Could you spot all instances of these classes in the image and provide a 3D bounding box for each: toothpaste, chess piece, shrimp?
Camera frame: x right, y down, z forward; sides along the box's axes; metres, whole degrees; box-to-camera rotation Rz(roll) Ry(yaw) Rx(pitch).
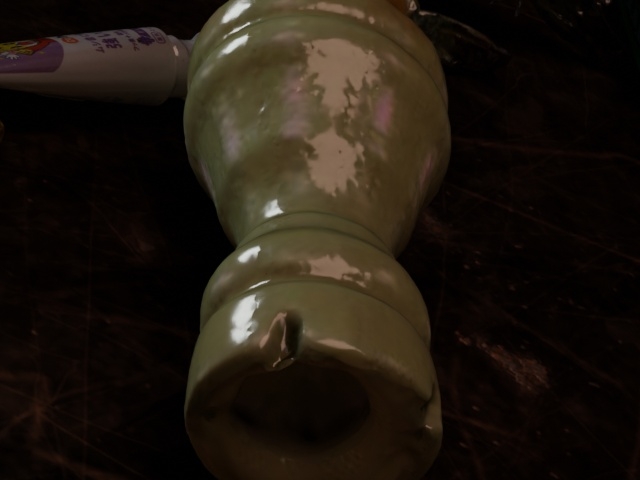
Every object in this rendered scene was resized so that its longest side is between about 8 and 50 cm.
[{"bbox_3d":[-0.229,-0.155,1.623,0.299,0.073,0.114,-4,16,-35],"label":"toothpaste"},{"bbox_3d":[0.000,0.000,1.428,0.234,0.234,0.442,16,37,-13],"label":"chess piece"},{"bbox_3d":[0.175,-0.291,2.004,0.445,0.085,0.272,31,62,-29],"label":"shrimp"}]

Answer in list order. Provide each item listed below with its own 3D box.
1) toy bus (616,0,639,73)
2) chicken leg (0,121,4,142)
[{"bbox_3d":[0.458,-0.293,2.153,0.184,0.199,0.343,15,33,-10],"label":"toy bus"},{"bbox_3d":[-0.346,-0.108,1.476,0.178,0.093,0.070,8,-1,0],"label":"chicken leg"}]
